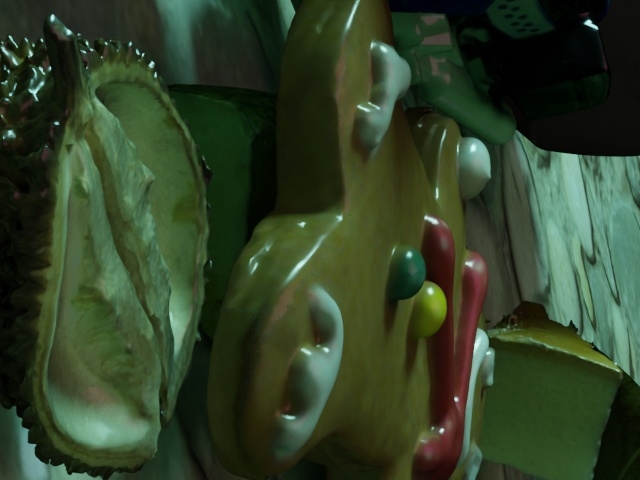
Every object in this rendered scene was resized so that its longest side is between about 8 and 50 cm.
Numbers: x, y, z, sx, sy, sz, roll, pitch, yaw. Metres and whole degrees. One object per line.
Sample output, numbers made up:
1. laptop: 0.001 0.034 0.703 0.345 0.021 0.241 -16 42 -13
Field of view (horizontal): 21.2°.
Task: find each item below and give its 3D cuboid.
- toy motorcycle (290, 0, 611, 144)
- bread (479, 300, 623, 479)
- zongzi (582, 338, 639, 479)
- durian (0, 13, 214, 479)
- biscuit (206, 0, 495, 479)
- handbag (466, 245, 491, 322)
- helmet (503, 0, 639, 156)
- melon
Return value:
1. toy motorcycle: 0.060 -0.143 0.734 0.331 0.196 0.125 37 41 -71
2. bread: 0.132 0.088 0.966 0.109 0.080 0.084 -24 128 -70
3. zongzi: 0.191 0.267 0.939 0.403 0.208 0.432 -10 69 -61
4. durian: -0.077 -0.004 0.455 0.110 0.071 0.140 -74 162 -45
5. biscuit: 0.038 0.036 0.712 0.339 0.047 0.216 61 39 -61
6. handbag: 0.066 0.006 0.934 0.061 0.027 0.083 26 53 -66
7. helmet: 0.157 -0.166 1.024 0.271 0.197 0.338 68 -17 1
8. melon: 0.000 0.000 0.715 0.262 0.053 0.114 24 63 -67
